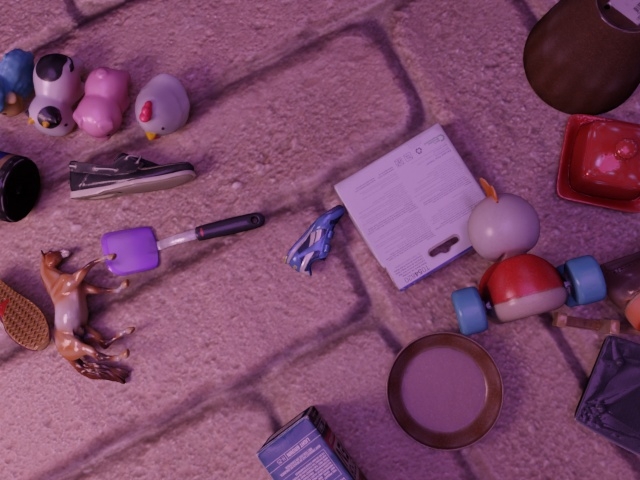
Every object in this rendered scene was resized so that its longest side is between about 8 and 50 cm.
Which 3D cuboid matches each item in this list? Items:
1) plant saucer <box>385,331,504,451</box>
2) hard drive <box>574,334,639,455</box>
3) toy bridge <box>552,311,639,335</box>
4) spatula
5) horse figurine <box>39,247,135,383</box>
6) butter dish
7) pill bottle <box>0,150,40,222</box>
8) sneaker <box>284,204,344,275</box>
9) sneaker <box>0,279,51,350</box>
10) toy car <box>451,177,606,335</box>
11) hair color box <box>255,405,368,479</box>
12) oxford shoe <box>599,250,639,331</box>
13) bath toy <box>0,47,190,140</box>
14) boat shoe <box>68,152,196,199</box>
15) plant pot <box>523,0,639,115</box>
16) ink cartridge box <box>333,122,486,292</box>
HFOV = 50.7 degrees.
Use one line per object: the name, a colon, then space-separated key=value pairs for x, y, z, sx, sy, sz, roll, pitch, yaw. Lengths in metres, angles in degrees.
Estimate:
plant saucer: x=0.211 y=0.255 z=1.154 sx=0.198 sy=0.036 sz=0.199 roll=0 pitch=83 yaw=4
hard drive: x=0.563 y=0.278 z=1.118 sx=0.254 sy=0.054 sz=0.172 roll=23 pitch=85 yaw=6
toy bridge: x=0.486 y=0.145 z=1.135 sx=0.188 sy=0.063 sz=0.026 roll=6 pitch=83 yaw=4
spatula: x=-0.245 y=-0.004 z=1.220 sx=0.296 sy=0.030 sz=0.084 roll=-14 pitch=83 yaw=2
horse figurine: x=-0.415 y=0.133 z=1.191 sx=0.174 sy=0.066 sz=0.263 roll=-10 pitch=88 yaw=15
butter dish: x=0.500 y=-0.142 z=1.144 sx=0.159 sy=0.118 sz=0.160 roll=12 pitch=83 yaw=4
pill bottle: x=-0.634 y=-0.112 z=1.212 sx=0.219 sy=0.123 sz=0.123 roll=12 pitch=84 yaw=7
sneaker: x=0.000 y=0.000 z=1.194 sx=0.059 sy=0.053 sz=0.144 roll=41 pitch=95 yaw=8
sneaker: x=-0.542 y=0.133 z=1.198 sx=0.185 sy=0.084 sz=0.069 roll=41 pitch=65 yaw=12
toy car: x=0.303 y=0.012 z=1.093 sx=0.219 sy=0.210 sz=0.238 roll=-16 pitch=80 yaw=9
hair color box: x=0.047 y=0.439 z=1.072 sx=0.105 sy=0.174 sz=0.347 roll=-36 pitch=82 yaw=-3
oxford shoe: x=0.631 y=0.015 z=1.113 sx=0.363 sy=0.130 sz=0.133 roll=-21 pitch=50 yaw=-13
bath toy: x=-0.413 y=-0.247 z=1.215 sx=0.348 sy=0.129 sz=0.151 roll=10 pitch=117 yaw=6
boat shoe: x=-0.341 y=-0.123 z=1.215 sx=0.233 sy=0.084 sz=0.079 roll=-6 pitch=83 yaw=6
plant pot: x=0.471 y=-0.345 z=1.115 sx=0.215 sy=0.230 sz=0.215 roll=0 pitch=83 yaw=3
ink cartridge box: x=0.172 y=-0.057 z=1.191 sx=0.223 sy=0.045 sz=0.224 roll=-31 pitch=83 yaw=0
